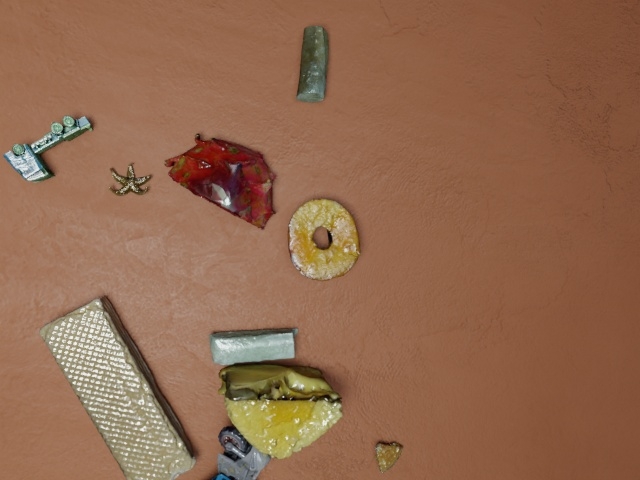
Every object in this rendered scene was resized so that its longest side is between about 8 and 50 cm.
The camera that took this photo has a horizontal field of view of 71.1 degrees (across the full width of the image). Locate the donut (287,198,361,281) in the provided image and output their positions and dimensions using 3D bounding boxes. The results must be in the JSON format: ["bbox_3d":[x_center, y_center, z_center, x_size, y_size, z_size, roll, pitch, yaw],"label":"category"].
[{"bbox_3d":[0.001,-0.001,1.055,0.174,0.074,0.190,-23,91,-10],"label":"donut"}]

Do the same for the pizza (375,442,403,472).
[{"bbox_3d":[0.162,0.526,1.116,0.083,0.025,0.078,-40,103,-16],"label":"pizza"}]

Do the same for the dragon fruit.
[{"bbox_3d":[-0.199,-0.149,0.981,0.274,0.126,0.161,30,84,-12],"label":"dragon fruit"}]

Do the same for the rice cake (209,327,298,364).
[{"bbox_3d":[-0.149,0.242,1.026,0.207,0.063,0.069,1,92,-12],"label":"rice cake"}]

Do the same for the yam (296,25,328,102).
[{"bbox_3d":[-0.014,-0.413,1.053,0.068,0.068,0.169,7,90,-12],"label":"yam"}]

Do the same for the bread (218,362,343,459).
[{"bbox_3d":[-0.098,0.353,0.977,0.262,0.204,0.162,13,97,-18],"label":"bread"}]

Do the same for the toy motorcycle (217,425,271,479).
[{"bbox_3d":[-0.166,0.495,0.983,0.123,0.080,0.215,14,119,17],"label":"toy motorcycle"}]

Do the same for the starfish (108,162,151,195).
[{"bbox_3d":[-0.422,-0.130,0.982,0.091,0.028,0.078,31,78,-8],"label":"starfish"}]

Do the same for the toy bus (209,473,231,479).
[{"bbox_3d":[-0.252,0.588,0.955,0.090,0.106,0.185,44,116,-10],"label":"toy bus"}]

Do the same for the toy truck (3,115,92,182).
[{"bbox_3d":[-0.554,-0.191,0.938,0.175,0.067,0.081,-36,103,-13],"label":"toy truck"}]

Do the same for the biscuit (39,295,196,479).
[{"bbox_3d":[-0.422,0.334,0.959,0.144,0.078,0.425,-27,97,-12],"label":"biscuit"}]
